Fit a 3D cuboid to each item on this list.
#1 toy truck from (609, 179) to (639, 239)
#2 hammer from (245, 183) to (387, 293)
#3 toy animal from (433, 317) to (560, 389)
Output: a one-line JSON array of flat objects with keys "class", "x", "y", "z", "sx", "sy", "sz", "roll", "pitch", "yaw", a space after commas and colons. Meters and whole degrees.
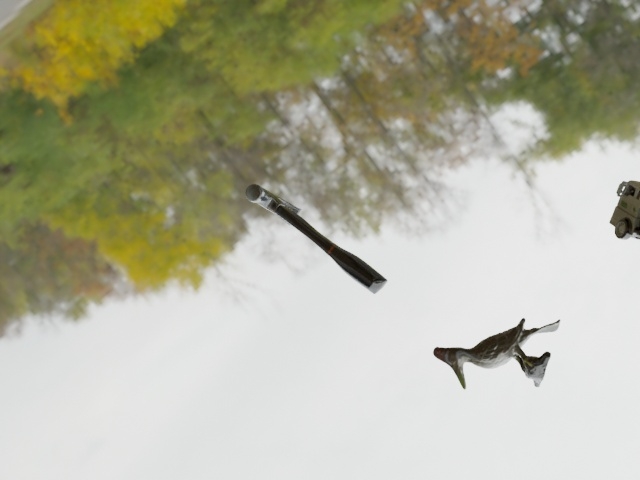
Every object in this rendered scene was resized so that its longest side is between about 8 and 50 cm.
[{"class": "toy truck", "x": 0.600, "y": -0.027, "z": 2.066, "sx": 0.242, "sy": 0.101, "sz": 0.125, "roll": -133, "pitch": -125, "yaw": -62}, {"class": "hammer", "x": 0.000, "y": 0.000, "z": 2.126, "sx": 0.037, "sy": 0.290, "sz": 0.137, "roll": -54, "pitch": 161, "yaw": 5}, {"class": "toy animal", "x": 0.275, "y": 0.173, "z": 1.869, "sx": 0.202, "sy": 0.105, "sz": 0.070, "roll": -5, "pitch": 157, "yaw": 4}]
